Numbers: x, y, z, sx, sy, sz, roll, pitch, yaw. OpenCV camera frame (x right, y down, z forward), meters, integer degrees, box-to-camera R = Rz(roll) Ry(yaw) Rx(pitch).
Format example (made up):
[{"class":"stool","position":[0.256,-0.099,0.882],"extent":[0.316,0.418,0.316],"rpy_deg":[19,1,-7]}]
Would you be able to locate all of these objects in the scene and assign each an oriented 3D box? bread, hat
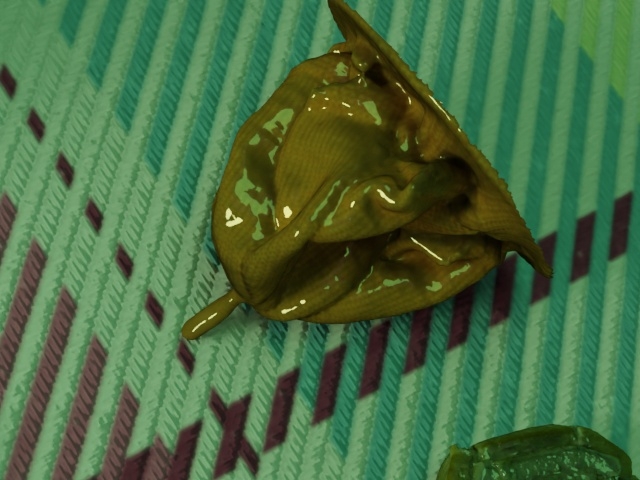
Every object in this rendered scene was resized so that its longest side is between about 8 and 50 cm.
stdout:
[{"class":"bread","position":[0.151,0.184,1.115],"extent":[0.156,0.064,0.117],"rpy_deg":[-14,68,-23]},{"class":"hat","position":[0.000,0.000,1.141],"extent":[0.233,0.244,0.233],"rpy_deg":[-38,44,-1]}]
